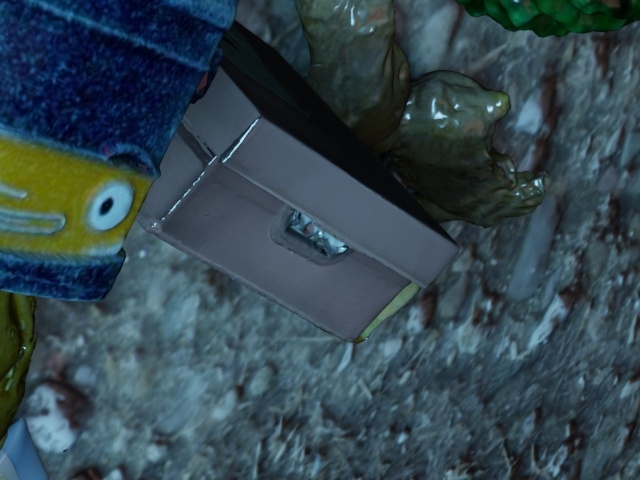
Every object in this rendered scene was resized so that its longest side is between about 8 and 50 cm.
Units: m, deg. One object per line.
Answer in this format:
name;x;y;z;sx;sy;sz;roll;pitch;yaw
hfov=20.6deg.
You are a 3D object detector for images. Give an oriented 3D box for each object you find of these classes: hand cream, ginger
hand cream;-0.244;0.181;1.103;0.170;0.043;0.065;-36;139;-25
ginger;0.059;-0.083;1.173;0.290;0.122;0.084;42;50;-51

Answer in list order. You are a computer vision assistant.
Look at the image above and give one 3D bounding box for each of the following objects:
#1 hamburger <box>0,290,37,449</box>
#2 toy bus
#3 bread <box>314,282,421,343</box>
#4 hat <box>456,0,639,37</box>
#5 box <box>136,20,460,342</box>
hamburger;-0.269;0.084;0.892;0.285;0.134;0.265;-36;154;-39
toy bus;-0.192;-0.123;0.697;0.162;0.323;0.194;17;102;-51
bread;-0.003;-0.004;1.238;0.074;0.084;0.139;-43;110;-13
hat;0.200;-0.276;1.077;0.332;0.242;0.274;-26;149;-49
box;-0.055;-0.060;0.978;0.086;0.215;0.215;-47;144;9
